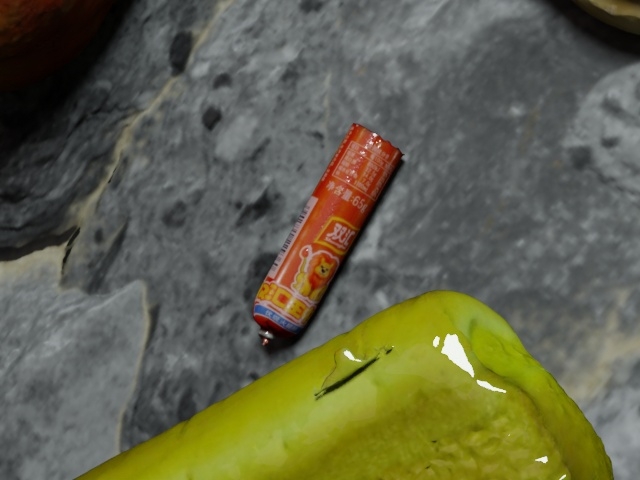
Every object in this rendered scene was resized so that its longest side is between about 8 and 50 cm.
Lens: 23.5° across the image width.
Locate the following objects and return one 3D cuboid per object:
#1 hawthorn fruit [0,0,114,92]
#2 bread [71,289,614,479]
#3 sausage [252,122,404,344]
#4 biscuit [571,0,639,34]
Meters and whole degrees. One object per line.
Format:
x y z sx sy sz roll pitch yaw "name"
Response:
-0.219 -0.219 0.953 0.262 0.258 0.258 -32 52 -11 "hawthorn fruit"
-0.038 0.166 0.738 0.384 0.112 0.166 -31 77 21 "bread"
0.000 0.000 0.837 0.034 0.034 0.129 28 87 38 "sausage"
0.207 -0.220 0.763 0.259 0.079 0.259 -12 65 28 "biscuit"
